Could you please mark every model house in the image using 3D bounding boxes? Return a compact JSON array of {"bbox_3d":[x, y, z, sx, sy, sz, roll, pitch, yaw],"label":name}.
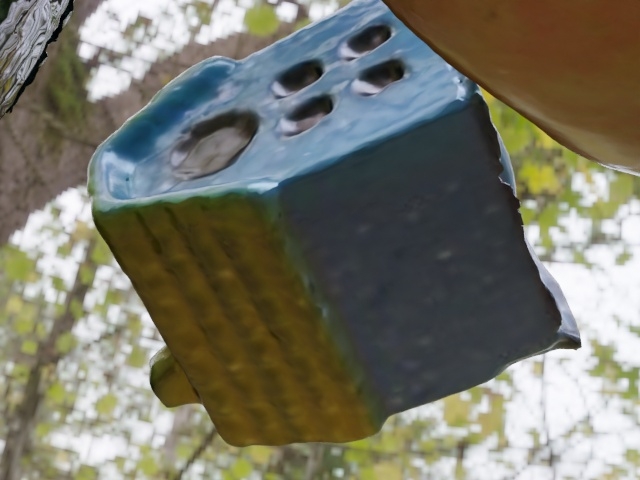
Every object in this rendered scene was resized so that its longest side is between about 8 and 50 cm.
[{"bbox_3d":[0.000,0.000,1.109,0.303,0.215,0.237,-25,-55,2],"label":"model house"}]

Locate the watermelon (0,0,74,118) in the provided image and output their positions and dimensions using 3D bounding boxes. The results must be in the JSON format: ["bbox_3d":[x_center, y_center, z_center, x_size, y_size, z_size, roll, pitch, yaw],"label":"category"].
[{"bbox_3d":[-0.187,-0.085,0.550,0.148,0.226,0.318,35,-83,-40],"label":"watermelon"}]

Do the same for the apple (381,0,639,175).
[{"bbox_3d":[0.160,-0.211,0.628,0.346,0.391,0.391,-44,-57,14],"label":"apple"}]
